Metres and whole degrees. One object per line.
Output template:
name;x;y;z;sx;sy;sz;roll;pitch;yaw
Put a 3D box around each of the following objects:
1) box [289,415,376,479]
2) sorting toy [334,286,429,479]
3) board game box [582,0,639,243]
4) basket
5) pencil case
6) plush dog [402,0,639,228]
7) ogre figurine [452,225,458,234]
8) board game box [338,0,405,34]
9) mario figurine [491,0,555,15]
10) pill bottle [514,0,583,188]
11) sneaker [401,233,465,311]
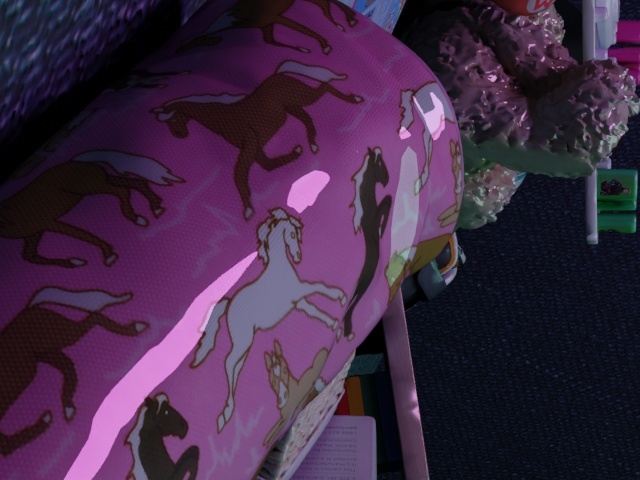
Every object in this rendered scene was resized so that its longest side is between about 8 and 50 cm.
box;-0.042;0.322;1.067;0.345;0.168;0.215;-87;177;-58
sorting toy;0.051;0.139;1.504;0.255;0.089;0.257;75;6;-80
board game box;0.293;-0.258;1.389;0.390;0.050;0.390;-70;157;-55
basket;-0.044;0.099;1.076;0.167;0.113;0.103;-46;158;-63
pencil case;-0.073;0.050;0.535;0.386;0.160;0.167;-55;178;-44
plush dog;0.132;-0.162;1.204;0.262;0.210;0.225;-32;-141;59
ogre figurine;0.095;-0.061;1.380;0.197;0.118;0.097;-58;168;-33
board game box;0.009;-0.131;0.866;0.211;0.039;0.160;-49;166;-55
mario figurine;0.201;-0.297;0.997;0.170;0.198;0.320;-72;180;-55
pill bottle;0.184;-0.147;1.555;0.146;0.146;0.264;-51;168;-54
sneaker;0.096;0.039;1.730;0.321;0.127;0.126;-59;174;-5
